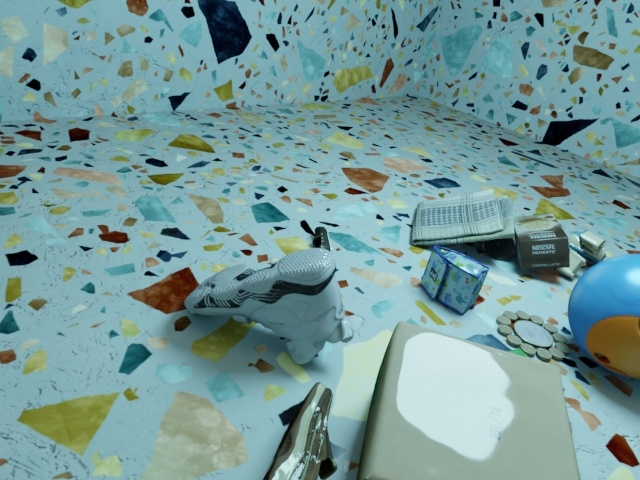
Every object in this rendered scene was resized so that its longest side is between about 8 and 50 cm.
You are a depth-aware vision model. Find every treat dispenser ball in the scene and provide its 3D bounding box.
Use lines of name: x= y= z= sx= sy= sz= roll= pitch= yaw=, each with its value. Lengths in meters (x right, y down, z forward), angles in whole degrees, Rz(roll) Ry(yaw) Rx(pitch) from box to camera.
treat dispenser ball: x=0.738 y=0.176 z=1.134 sx=0.288 sy=0.288 sz=0.288 roll=9 pitch=29 yaw=-5

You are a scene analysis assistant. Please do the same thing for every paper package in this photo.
paper package: x=0.226 y=0.326 z=0.778 sx=0.309 sy=0.168 sz=0.325 roll=16 pitch=36 yaw=7

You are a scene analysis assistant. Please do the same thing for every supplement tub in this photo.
supplement tub: x=0.586 y=-0.028 z=1.618 sx=0.106 sy=0.106 sz=0.198 roll=16 pitch=30 yaw=7

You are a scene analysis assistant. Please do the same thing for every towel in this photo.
towel: x=0.468 y=-0.081 z=1.603 sx=0.324 sy=0.056 sz=0.312 roll=-5 pitch=25 yaw=19

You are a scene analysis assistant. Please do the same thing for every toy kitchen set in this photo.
toy kitchen set: x=0.840 y=0.053 z=1.617 sx=0.122 sy=0.166 sz=0.207 roll=41 pitch=4 yaw=36

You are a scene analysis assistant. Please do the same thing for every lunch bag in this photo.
lunch bag: x=0.344 y=0.100 z=1.281 sx=0.151 sy=0.129 sz=0.096 roll=33 pitch=35 yaw=31

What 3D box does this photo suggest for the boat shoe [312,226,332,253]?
boat shoe: x=0.001 y=-0.002 z=1.409 sx=0.042 sy=0.049 sz=0.133 roll=10 pitch=33 yaw=-19

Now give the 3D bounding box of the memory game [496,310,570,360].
memory game: x=0.537 y=0.238 z=1.232 sx=0.186 sy=0.012 sz=0.186 roll=9 pitch=29 yaw=-5

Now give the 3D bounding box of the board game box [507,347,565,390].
board game box: x=0.383 y=0.308 z=1.036 sx=0.259 sy=0.030 sz=0.136 roll=-6 pitch=32 yaw=-29

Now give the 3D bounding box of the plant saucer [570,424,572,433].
plant saucer: x=0.459 y=0.367 z=0.973 sx=0.083 sy=0.015 sz=0.083 roll=9 pitch=29 yaw=-5

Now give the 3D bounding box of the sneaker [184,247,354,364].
sneaker: x=-0.108 y=0.155 z=1.020 sx=0.366 sy=0.210 sz=0.137 roll=-15 pitch=19 yaw=25

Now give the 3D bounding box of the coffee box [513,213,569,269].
coffee box: x=0.699 y=-0.001 z=1.558 sx=0.141 sy=0.098 sz=0.246 roll=-6 pitch=19 yaw=16

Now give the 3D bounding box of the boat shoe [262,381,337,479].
boat shoe: x=-0.019 y=0.345 z=0.775 sx=0.095 sy=0.095 sz=0.257 roll=30 pitch=37 yaw=3
